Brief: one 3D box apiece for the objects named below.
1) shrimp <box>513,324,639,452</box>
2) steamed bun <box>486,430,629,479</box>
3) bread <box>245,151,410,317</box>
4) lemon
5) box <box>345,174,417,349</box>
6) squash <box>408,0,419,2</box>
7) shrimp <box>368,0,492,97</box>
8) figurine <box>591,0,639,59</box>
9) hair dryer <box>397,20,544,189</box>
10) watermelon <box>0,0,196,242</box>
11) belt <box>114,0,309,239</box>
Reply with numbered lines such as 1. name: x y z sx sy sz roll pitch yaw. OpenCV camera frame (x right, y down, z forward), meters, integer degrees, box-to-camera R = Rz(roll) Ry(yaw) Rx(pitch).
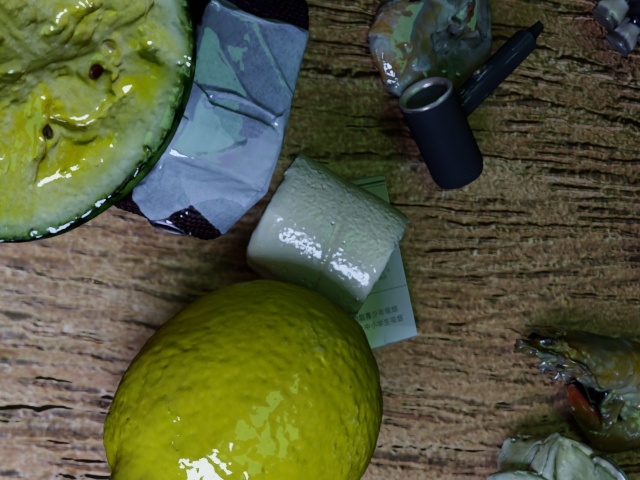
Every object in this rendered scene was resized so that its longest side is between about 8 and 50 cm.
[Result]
1. shrimp: 0.351 0.192 1.428 0.287 0.063 0.152 16 86 -30
2. steamed bun: 0.267 0.324 1.328 0.192 0.106 0.177 30 57 -14
3. bread: 0.000 0.000 1.165 0.141 0.148 0.134 31 64 -1
4. lemon: -0.075 0.173 1.060 0.320 0.245 0.245 -36 101 -36
5. box: 0.045 0.027 1.280 0.109 0.029 0.198 -12 90 -32
6. squash: 0.119 -0.434 1.350 0.087 0.087 0.331 12 67 -29
7. shrimp: 0.176 -0.297 1.394 0.164 0.062 0.317 46 66 -26
8. figurine: 0.553 -0.397 1.493 0.241 0.306 0.411 41 65 -30
9. hair dryer: 0.208 -0.182 1.362 0.255 0.070 0.128 -42 125 -25
10. watermelon: -0.259 -0.155 1.014 0.331 0.189 0.330 0 90 5
11. belt: -0.105 -0.145 1.129 0.164 0.184 0.289 21 78 -32
